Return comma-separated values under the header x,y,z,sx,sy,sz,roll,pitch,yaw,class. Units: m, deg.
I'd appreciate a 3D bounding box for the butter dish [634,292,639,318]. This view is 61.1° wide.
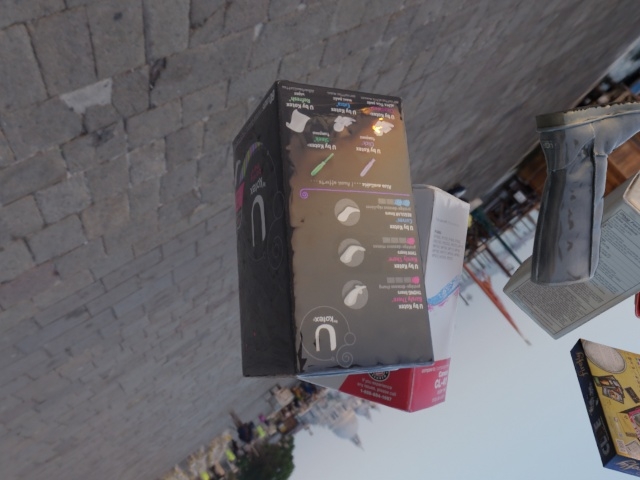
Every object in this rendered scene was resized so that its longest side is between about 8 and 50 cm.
x,y,z,sx,sy,sz,roll,pitch,yaw,class
0.764,0.103,1.172,0.160,0.160,0.118,15,173,-39,butter dish

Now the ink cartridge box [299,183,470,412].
x,y,z,sx,sy,sz,roll,pitch,yaw,class
0.086,0.076,0.826,0.226,0.307,0.131,7,177,39,ink cartridge box

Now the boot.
x,y,z,sx,sy,sz,roll,pitch,yaw,class
0.335,-0.059,0.665,0.189,0.209,0.076,-13,-169,-15,boot

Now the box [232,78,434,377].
x,y,z,sx,sy,sz,roll,pitch,yaw,class
0.000,0.000,0.560,0.143,0.271,0.165,1,166,-24,box

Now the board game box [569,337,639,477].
x,y,z,sx,sy,sz,roll,pitch,yaw,class
0.540,0.289,0.930,0.243,0.164,0.042,-75,180,-53,board game box

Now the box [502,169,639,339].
x,y,z,sx,sy,sz,roll,pitch,yaw,class
0.494,0.036,0.975,0.121,0.148,0.311,-38,170,-39,box
